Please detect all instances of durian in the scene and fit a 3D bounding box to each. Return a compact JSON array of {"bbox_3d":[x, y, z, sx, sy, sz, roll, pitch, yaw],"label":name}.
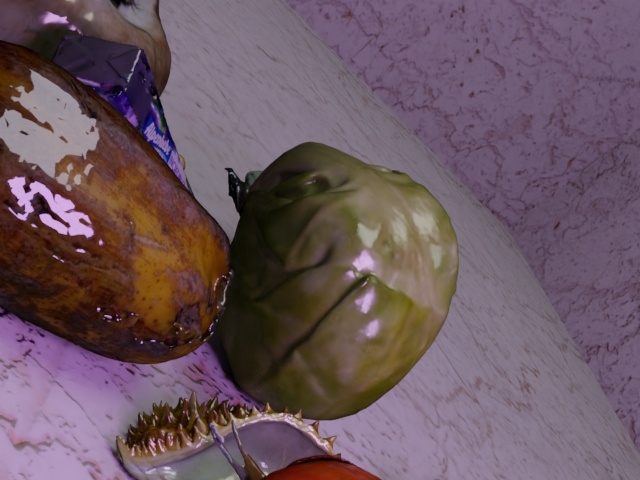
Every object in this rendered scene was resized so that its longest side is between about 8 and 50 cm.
[{"bbox_3d":[-0.076,0.221,0.908,0.252,0.144,0.139,51,52,-24],"label":"durian"}]

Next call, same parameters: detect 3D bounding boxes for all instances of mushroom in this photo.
[{"bbox_3d":[-0.294,-0.274,1.057,0.352,0.260,0.352,50,20,-26],"label":"mushroom"}]

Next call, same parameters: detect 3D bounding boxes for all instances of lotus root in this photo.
[{"bbox_3d":[-0.225,-0.031,0.843,0.397,0.179,0.195,42,30,-34],"label":"lotus root"}]

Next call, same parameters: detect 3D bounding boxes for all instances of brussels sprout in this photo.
[{"bbox_3d":[0.010,0.042,1.105,0.247,0.328,0.328,37,21,-39],"label":"brussels sprout"}]

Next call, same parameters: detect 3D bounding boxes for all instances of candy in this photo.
[{"bbox_3d":[-0.194,-0.088,1.003,0.312,0.088,0.061,80,26,-61],"label":"candy"}]

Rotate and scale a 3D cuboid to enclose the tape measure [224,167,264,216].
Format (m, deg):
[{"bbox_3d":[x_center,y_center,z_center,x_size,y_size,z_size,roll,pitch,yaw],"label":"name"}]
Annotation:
[{"bbox_3d":[-0.026,0.000,1.347,0.235,0.207,0.115,-1,32,-20],"label":"tape measure"}]

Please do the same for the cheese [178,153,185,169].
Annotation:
[{"bbox_3d":[-0.204,-0.082,1.227,0.036,0.086,0.162,56,1,-6],"label":"cheese"}]

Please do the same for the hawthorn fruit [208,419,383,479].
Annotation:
[{"bbox_3d":[-0.005,0.267,0.785,0.299,0.211,0.211,46,13,23],"label":"hawthorn fruit"}]

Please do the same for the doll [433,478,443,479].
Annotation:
[{"bbox_3d":[0.182,0.375,1.215,0.293,0.119,0.138,38,36,-54],"label":"doll"}]
